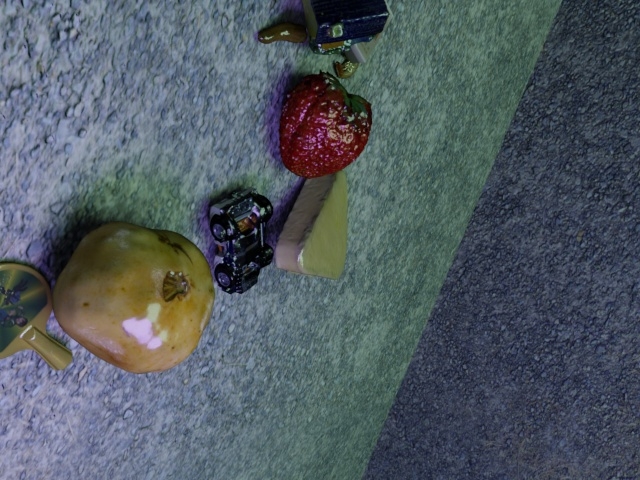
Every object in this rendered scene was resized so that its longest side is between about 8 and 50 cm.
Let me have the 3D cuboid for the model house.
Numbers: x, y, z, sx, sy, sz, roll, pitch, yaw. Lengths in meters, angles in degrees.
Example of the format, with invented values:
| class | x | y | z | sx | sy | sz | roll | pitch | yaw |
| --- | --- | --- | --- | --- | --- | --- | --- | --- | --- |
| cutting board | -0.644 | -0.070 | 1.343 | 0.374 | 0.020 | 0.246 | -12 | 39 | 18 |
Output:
| class | x | y | z | sx | sy | sz | roll | pitch | yaw |
| --- | --- | --- | --- | --- | --- | --- | --- | --- | --- |
| model house | 0.071 | -0.548 | 1.417 | 0.194 | 0.211 | 0.170 | -12 | 122 | -7 |

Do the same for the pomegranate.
| class | x | y | z | sx | sy | sz | roll | pitch | yaw |
| --- | --- | --- | --- | --- | --- | --- | --- | --- | --- |
| pomegranate | -0.393 | 0.120 | 1.190 | 0.332 | 0.333 | 0.332 | -36 | 139 | -39 |

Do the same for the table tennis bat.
| class | x | y | z | sx | sy | sz | roll | pitch | yaw |
| --- | --- | --- | --- | --- | --- | --- | --- | --- | --- |
| table tennis bat | -0.617 | 0.174 | 1.149 | 0.198 | 0.050 | 0.321 | -51 | 142 | -24 |

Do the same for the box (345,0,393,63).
| class | x | y | z | sx | sy | sz | roll | pitch | yaw |
| --- | --- | --- | --- | --- | --- | --- | --- | --- | --- |
| box | 0.122 | -0.630 | 1.616 | 0.141 | 0.058 | 0.201 | 50 | 60 | -43 |

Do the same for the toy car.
| class | x | y | z | sx | sy | sz | roll | pitch | yaw |
| --- | --- | --- | --- | --- | --- | --- | --- | --- | --- |
| toy car | -0.225 | 0.010 | 1.541 | 0.193 | 0.118 | 0.301 | -38 | 141 | -46 |

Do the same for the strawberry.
| class | x | y | z | sx | sy | sz | roll | pitch | yaw |
| --- | --- | --- | --- | --- | --- | --- | --- | --- | --- |
| strawberry | -0.007 | -0.302 | 1.549 | 0.288 | 0.250 | 0.238 | -48 | 162 | 23 |

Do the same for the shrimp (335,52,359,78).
| class | x | y | z | sx | sy | sz | roll | pitch | yaw |
| --- | --- | --- | --- | --- | --- | --- | --- | --- | --- |
| shrimp | 0.068 | -0.542 | 1.677 | 0.095 | 0.045 | 0.162 | -45 | 155 | 10 |

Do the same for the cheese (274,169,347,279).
| class | x | y | z | sx | sy | sz | roll | pitch | yaw |
| --- | --- | --- | --- | --- | --- | --- | --- | --- | --- |
| cheese | 0.000 | 0.001 | 1.792 | 0.384 | 0.104 | 0.383 | 9 | 90 | -68 |

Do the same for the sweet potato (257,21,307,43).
| class | x | y | z | sx | sy | sz | roll | pitch | yaw |
| --- | --- | --- | --- | --- | --- | --- | --- | --- | --- |
| sweet potato | -0.089 | -0.527 | 1.426 | 0.182 | 0.054 | 0.053 | -22 | 123 | -46 |
